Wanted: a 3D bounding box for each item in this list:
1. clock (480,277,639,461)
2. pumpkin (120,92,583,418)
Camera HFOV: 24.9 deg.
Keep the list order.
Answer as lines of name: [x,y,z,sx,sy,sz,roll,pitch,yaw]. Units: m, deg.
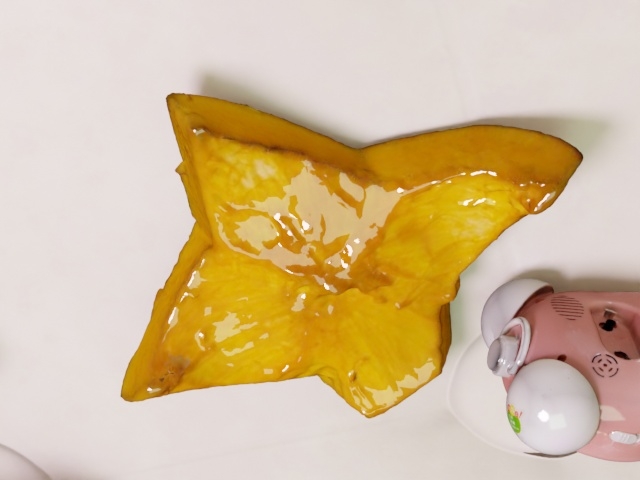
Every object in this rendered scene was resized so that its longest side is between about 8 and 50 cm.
clock: [0.201,0.088,1.049,0.162,0.166,0.093,7,122,-11]
pumpkin: [0.014,0.019,1.052,0.290,0.095,0.258,8,118,-6]
